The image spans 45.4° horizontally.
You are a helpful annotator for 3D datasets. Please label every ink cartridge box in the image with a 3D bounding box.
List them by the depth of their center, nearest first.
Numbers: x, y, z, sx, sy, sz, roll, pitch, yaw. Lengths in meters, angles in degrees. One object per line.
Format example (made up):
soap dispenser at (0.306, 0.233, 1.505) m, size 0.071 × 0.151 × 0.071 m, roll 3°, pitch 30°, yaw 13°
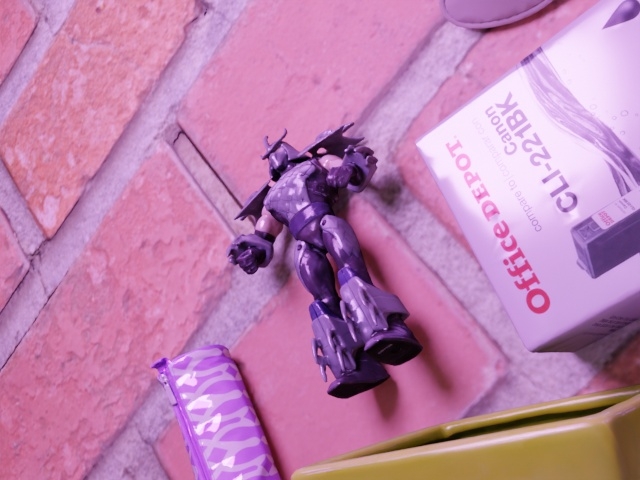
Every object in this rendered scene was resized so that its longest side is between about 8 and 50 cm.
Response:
ink cartridge box at (0.235, -0.063, 0.562) m, size 0.273 × 0.114 × 0.196 m, roll -37°, pitch 64°, yaw 26°

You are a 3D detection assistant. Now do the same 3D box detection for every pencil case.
pencil case at (-0.103, 0.204, 0.781) m, size 0.086 × 0.088 × 0.206 m, roll -41°, pitch 63°, yaw 26°

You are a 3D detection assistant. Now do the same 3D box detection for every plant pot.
plant pot at (0.146, 0.224, 0.521) m, size 0.228 × 0.227 × 0.207 m, roll -20°, pitch 77°, yaw 33°

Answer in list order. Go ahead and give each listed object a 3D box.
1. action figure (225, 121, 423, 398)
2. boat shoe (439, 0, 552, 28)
action figure at (0.000, 0.000, 0.735) m, size 0.185 × 0.099 × 0.284 m, roll -45°, pitch 56°, yaw 32°
boat shoe at (0.197, -0.258, 0.668) m, size 0.206 × 0.075 × 0.065 m, roll -29°, pitch 24°, yaw 35°
